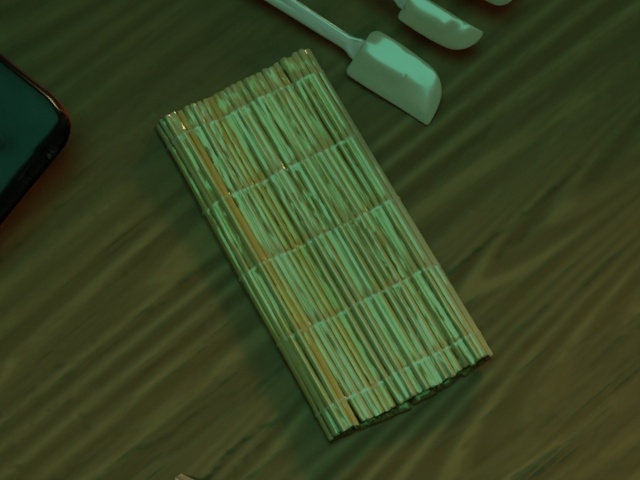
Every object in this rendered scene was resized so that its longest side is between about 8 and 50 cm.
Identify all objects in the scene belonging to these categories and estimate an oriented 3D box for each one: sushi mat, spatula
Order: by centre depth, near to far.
[{"bbox_3d":[0.000,0.000,1.462,0.151,0.019,0.316,-28,75,-6],"label":"sushi mat"},{"bbox_3d":[0.037,-0.232,1.500,0.242,0.019,0.168,34,98,6],"label":"spatula"}]

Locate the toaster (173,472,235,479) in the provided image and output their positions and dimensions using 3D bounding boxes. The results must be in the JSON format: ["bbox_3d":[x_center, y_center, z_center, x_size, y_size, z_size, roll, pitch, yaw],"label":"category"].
[{"bbox_3d":[-0.071,0.284,1.338,0.168,0.110,0.185,26,77,10],"label":"toaster"}]

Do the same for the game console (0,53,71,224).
[{"bbox_3d":[-0.447,-0.053,1.452,0.342,0.060,0.386,38,87,11],"label":"game console"}]
